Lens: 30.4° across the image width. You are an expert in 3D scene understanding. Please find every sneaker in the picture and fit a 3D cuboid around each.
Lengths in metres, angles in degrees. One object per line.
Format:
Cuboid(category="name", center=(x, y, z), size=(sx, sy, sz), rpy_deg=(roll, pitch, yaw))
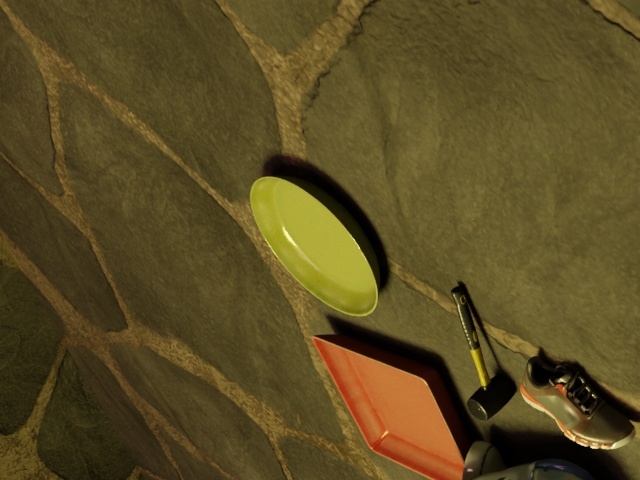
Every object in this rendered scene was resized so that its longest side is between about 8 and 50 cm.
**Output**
Cuboid(category="sneaker", center=(0.298, 0.188, 1.386), size=(0.158, 0.061, 0.065), rpy_deg=(28, 142, 37))
Cuboid(category="sneaker", center=(0.273, 0.380, 1.691), size=(0.091, 0.094, 0.258), rpy_deg=(6, 140, 32))

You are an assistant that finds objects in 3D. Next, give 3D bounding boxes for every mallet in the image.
Cuboid(category="mallet", center=(0.205, 0.137, 1.501), size=(0.039, 0.062, 0.190), rpy_deg=(13, 123, 50))

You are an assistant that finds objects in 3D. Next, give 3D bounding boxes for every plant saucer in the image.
Cuboid(category="plant saucer", center=(0.127, 0.254, 1.774), size=(0.259, 0.047, 0.258), rpy_deg=(17, 141, 50))
Cuboid(category="plant saucer", center=(0.000, 0.000, 1.624), size=(0.241, 0.037, 0.241), rpy_deg=(38, 154, 22))

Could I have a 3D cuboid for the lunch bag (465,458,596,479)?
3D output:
Cuboid(category="lunch bag", center=(0.274, 0.418, 1.574), size=(0.303, 0.115, 0.243), rpy_deg=(-26, 118, 42))
